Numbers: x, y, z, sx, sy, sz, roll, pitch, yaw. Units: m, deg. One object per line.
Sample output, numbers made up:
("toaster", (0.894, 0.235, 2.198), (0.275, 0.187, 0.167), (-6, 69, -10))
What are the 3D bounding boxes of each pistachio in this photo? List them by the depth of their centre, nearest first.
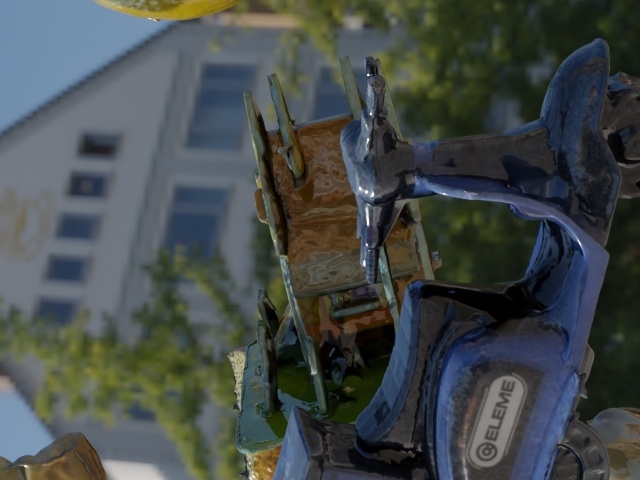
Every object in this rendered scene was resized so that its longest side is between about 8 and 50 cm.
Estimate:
("pistachio", (0.347, 0.257, 1.979), (0.144, 0.215, 0.144), (-26, -53, -41))

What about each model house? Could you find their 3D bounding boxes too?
("model house", (0.000, 0.000, 1.759), (0.358, 0.242, 0.313), (-85, -21, -75))

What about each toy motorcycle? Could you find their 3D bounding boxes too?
("toy motorcycle", (0.090, 0.041, 1.137), (0.125, 0.212, 0.358), (-116, 39, -69))

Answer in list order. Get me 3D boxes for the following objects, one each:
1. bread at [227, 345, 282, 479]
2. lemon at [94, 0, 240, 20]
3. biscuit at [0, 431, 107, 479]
("bread", (-0.043, 0.203, 2.436), (0.260, 0.129, 0.134), (-103, 22, -44))
("lemon", (-0.175, -0.370, 2.155), (0.236, 0.263, 0.236), (165, 90, -77))
("biscuit", (-0.295, 0.240, 1.373), (0.045, 0.299, 0.154), (-87, -15, -75))
